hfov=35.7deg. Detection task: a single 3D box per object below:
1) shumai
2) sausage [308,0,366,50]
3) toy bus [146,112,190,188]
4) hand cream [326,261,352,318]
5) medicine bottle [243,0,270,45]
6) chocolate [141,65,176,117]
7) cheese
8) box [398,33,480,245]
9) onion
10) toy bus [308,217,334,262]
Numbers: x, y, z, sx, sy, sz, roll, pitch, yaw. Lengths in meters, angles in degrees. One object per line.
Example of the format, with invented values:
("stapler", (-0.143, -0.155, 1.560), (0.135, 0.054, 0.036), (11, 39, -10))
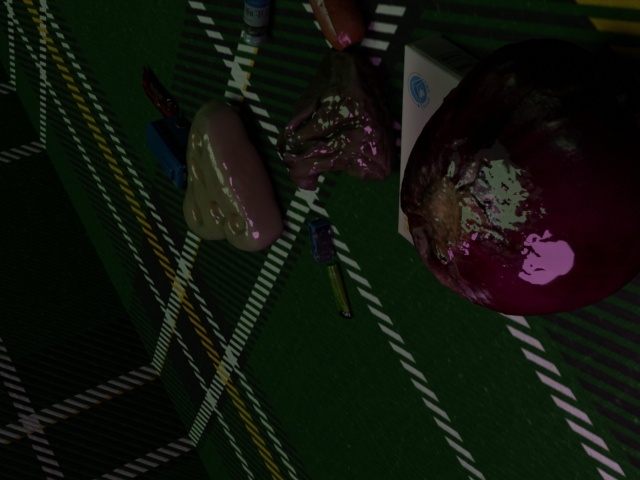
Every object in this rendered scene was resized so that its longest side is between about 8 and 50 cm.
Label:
("shumai", (0.012, -0.187, 1.625), (0.184, 0.185, 0.218), (30, 136, 53))
("sausage", (0.013, -0.400, 1.586), (0.076, 0.076, 0.197), (-22, 89, 65))
("toy bus", (-0.346, -0.214, 2.427), (0.184, 0.106, 0.090), (52, 149, 30))
("hand cream", (0.037, 0.102, 2.009), (0.036, 0.023, 0.122), (8, 119, 49))
("medicine bottle", (-0.115, -0.449, 1.831), (0.051, 0.051, 0.191), (51, 151, 32))
("chocolate", (-0.412, -0.363, 2.530), (0.182, 0.028, 0.086), (54, 149, 32))
("cheese", (-0.233, -0.156, 2.215), (0.351, 0.129, 0.328), (18, 128, 57))
("box", (0.200, -0.104, 1.457), (0.200, 0.065, 0.343), (43, 146, 42))
("onion", (0.267, -0.045, 1.144), (0.260, 0.282, 0.336), (48, 135, 32))
("toy bus", (0.000, 0.000, 1.981), (0.046, 0.038, 0.083), (41, 143, 53))
